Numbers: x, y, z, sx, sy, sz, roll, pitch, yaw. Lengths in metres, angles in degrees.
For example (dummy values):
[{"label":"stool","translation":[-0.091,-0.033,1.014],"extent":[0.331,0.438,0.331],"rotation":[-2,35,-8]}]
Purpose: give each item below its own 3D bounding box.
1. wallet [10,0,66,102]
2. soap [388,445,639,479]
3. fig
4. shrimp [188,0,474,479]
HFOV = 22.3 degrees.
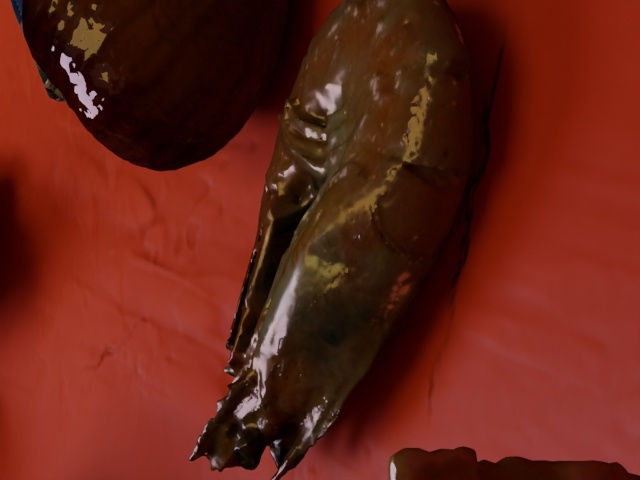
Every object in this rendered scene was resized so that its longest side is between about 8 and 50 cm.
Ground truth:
[{"label":"wallet","translation":[-0.095,-0.176,0.814],"extent":[0.202,0.059,0.141],"rotation":[-62,38,28]},{"label":"soap","translation":[0.090,0.152,0.348],"extent":[0.076,0.135,0.233],"rotation":[-62,36,29]},{"label":"fig","translation":[-0.055,-0.100,0.719],"extent":[0.119,0.153,0.119],"rotation":[43,157,24]},{"label":"shrimp","translation":[0.002,0.000,0.621],"extent":[0.217,0.051,0.115],"rotation":[-68,27,22]}]
